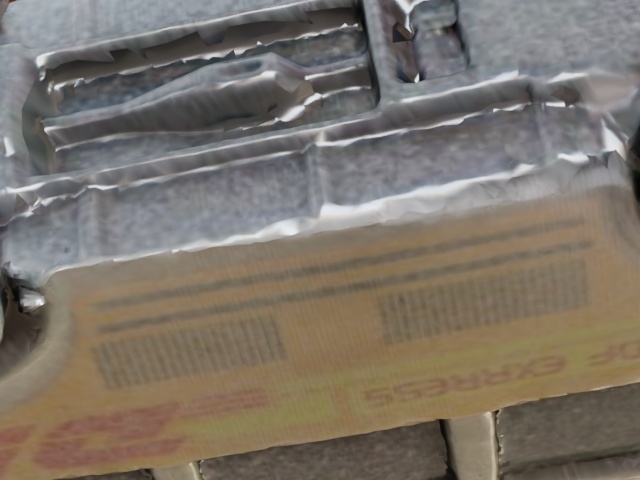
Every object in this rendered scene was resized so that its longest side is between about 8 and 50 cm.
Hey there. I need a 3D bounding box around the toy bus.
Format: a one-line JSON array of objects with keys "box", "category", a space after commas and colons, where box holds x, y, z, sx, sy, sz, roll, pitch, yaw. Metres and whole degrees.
[{"box": [0.000, 0.000, 0.413, 0.343, 0.097, 0.138, -9, -42, 2], "category": "toy bus"}]
